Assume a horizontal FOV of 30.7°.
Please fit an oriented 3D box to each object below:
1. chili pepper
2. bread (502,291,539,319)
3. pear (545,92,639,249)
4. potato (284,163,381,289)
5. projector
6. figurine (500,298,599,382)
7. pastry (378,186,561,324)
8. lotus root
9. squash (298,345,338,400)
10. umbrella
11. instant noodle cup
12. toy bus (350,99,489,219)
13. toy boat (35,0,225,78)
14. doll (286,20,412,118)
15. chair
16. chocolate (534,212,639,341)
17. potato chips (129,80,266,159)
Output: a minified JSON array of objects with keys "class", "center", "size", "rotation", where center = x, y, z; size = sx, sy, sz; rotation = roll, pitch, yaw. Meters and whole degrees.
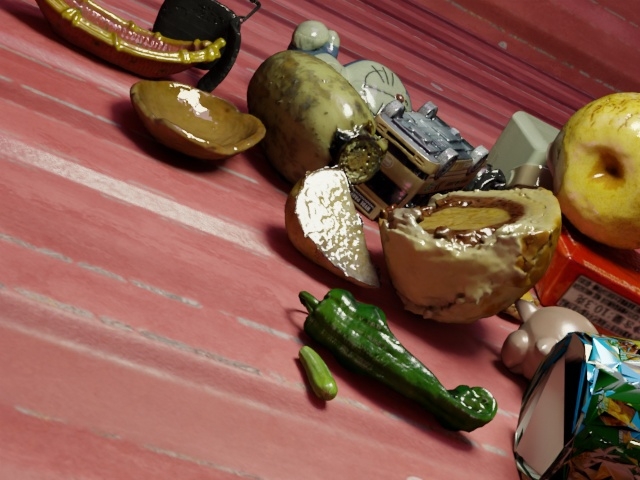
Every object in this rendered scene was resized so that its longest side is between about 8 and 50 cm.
[{"class":"chili pepper","center":[0.079,0.132,1.301],"size":[0.257,0.074,0.100],"rotation":[38,18,5]},{"class":"bread","center":[0.275,0.073,1.731],"size":[0.072,0.053,0.106],"rotation":[22,17,-33]},{"class":"pear","center":[0.507,-0.115,1.902],"size":[0.271,0.271,0.271],"rotation":[28,21,-11]},{"class":"potato","center":[0.000,0.000,1.501],"size":[0.101,0.089,0.172],"rotation":[-11,76,-35]},{"class":"projector","center":[0.394,-0.102,2.122],"size":[0.163,0.177,0.242],"rotation":[23,21,-18]},{"class":"figurine","center":[0.307,0.146,1.532],"size":[0.138,0.125,0.125],"rotation":[39,15,-30]},{"class":"pastry","center":[0.198,0.023,1.548],"size":[0.237,0.170,0.256],"rotation":[-2,12,5]},{"class":"lotus root","center":[-0.025,-0.184,1.728],"size":[0.173,0.173,0.309],"rotation":[16,20,-36]},{"class":"squash","center":[-0.002,0.139,1.223],"size":[0.027,0.027,0.089],"rotation":[22,19,-26]},{"class":"umbrella","center":[0.216,-0.146,2.066],"size":[0.122,0.110,0.272],"rotation":[9,31,-45]},{"class":"instant noodle cup","center":[0.334,0.208,1.287],"size":[0.178,0.240,0.240],"rotation":[19,22,-7]},{"class":"toy bus","center":[0.148,-0.121,1.848],"size":[0.139,0.157,0.289],"rotation":[42,20,13]},{"class":"toy boat","center":[-0.304,-0.316,1.738],"size":[0.318,0.099,0.141],"rotation":[20,20,-22]},{"class":"doll","center":[0.042,-0.238,1.979],"size":[0.258,0.154,0.228],"rotation":[16,58,-20]},{"class":"chair","center":[-0.196,-0.338,1.889],"size":[0.145,0.140,0.221],"rotation":[28,24,-11]},{"class":"chocolate","center":[0.456,0.065,1.932],"size":[0.237,0.108,0.235],"rotation":[28,20,-14]},{"class":"potato chips","center":[-0.175,-0.156,1.600],"size":[0.195,0.061,0.208],"rotation":[21,24,-13]}]
